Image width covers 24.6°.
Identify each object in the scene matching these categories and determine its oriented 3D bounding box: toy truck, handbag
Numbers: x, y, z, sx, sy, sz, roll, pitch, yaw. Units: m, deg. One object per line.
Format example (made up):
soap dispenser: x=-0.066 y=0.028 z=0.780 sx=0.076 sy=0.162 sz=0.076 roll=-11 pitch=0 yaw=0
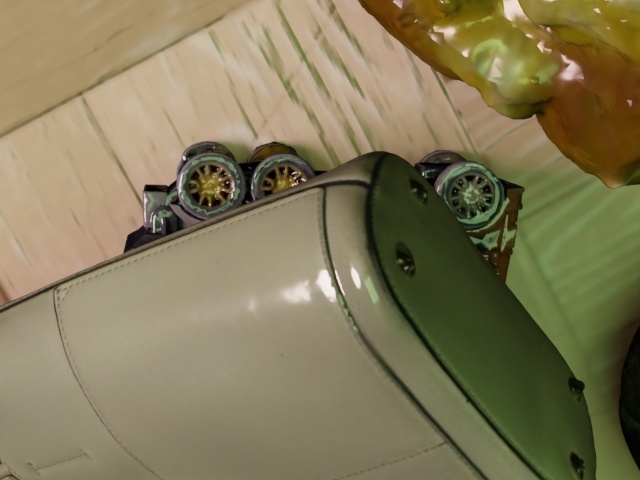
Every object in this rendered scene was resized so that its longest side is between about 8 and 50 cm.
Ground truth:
toy truck: x=0.000 y=0.000 z=0.726 sx=0.192 sy=0.083 sz=0.092 roll=2 pitch=97 yaw=-6
handbag: x=-0.047 y=0.094 z=0.694 sx=0.315 sy=0.109 sz=0.241 roll=-24 pitch=119 yaw=30

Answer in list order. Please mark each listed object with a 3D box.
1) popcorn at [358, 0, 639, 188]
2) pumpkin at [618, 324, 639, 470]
popcorn: x=0.129 y=-0.168 z=0.639 sx=0.282 sy=0.282 sz=0.247 roll=37 pitch=94 yaw=-10
pumpkin: x=0.236 y=0.082 z=0.744 sx=0.167 sy=0.125 sz=0.167 roll=-3 pitch=105 yaw=-9
